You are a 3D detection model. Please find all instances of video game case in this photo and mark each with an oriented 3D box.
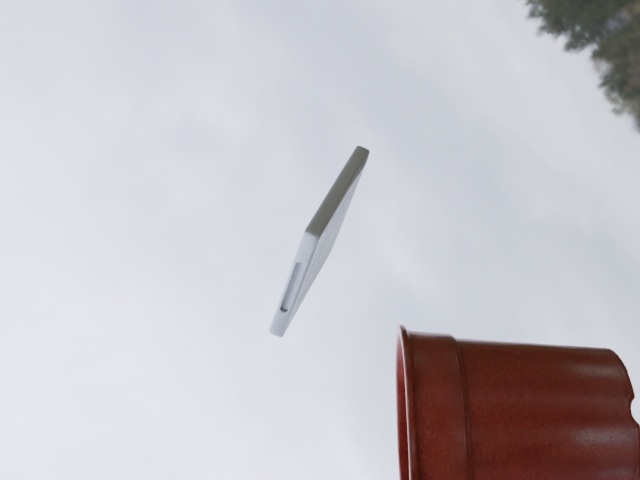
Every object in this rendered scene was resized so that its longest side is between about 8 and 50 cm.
[{"bbox_3d":[0.000,0.000,1.031,0.022,0.173,0.190,25,-139,4],"label":"video game case"}]

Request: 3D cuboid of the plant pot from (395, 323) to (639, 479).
[{"bbox_3d":[0.232,0.234,1.052,0.272,0.265,0.272,-2,-90,-88],"label":"plant pot"}]
